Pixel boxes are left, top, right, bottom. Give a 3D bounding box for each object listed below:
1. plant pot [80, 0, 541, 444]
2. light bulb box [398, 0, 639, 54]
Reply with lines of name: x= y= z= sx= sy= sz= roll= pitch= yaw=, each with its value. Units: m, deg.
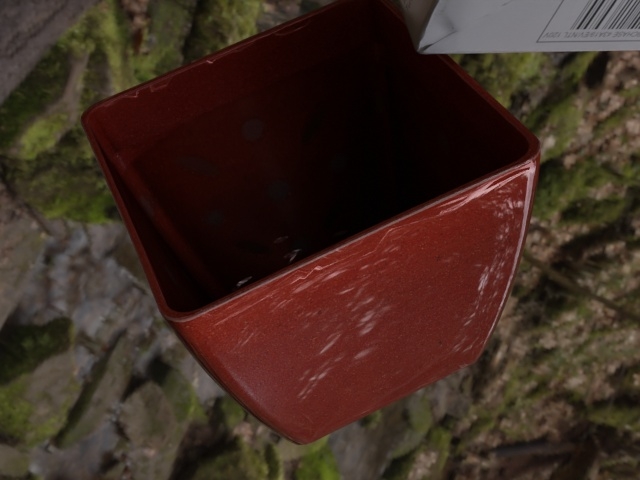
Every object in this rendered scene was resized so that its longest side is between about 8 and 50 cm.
plant pot: x=0.000 y=0.000 z=0.772 sx=0.267 sy=0.267 sz=0.236 roll=-24 pitch=134 yaw=-9
light bulb box: x=0.211 y=-0.349 z=0.716 sx=0.358 sy=0.361 sz=0.225 roll=-4 pitch=152 yaw=-19
